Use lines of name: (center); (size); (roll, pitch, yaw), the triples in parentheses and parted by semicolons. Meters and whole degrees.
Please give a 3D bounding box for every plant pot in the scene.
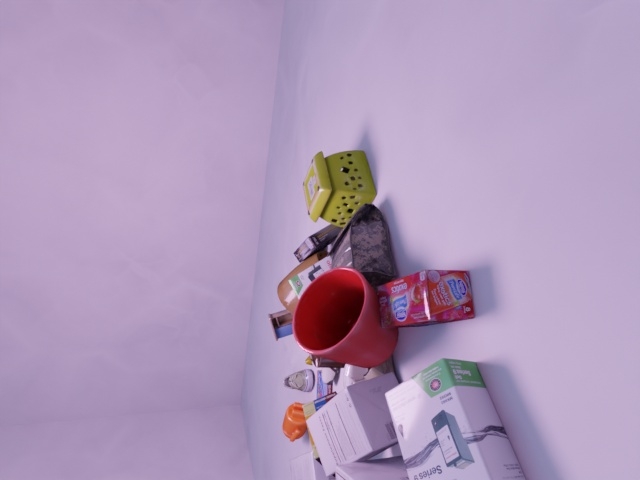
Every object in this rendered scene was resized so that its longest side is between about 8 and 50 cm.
plant pot: (-0.027, 0.172, 1.871); (0.254, 0.237, 0.237); (-56, 34, 33)
plant pot: (0.057, -0.195, 1.649); (0.227, 0.207, 0.228); (118, 147, -51)
plant pot: (0.095, 0.253, 1.319); (0.275, 0.243, 0.274); (-27, 42, 28)
plant pot: (0.059, 0.411, 1.647); (0.167, 0.165, 0.166); (-178, 90, -70)

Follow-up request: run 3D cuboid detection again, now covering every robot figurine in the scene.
robot figurine: (-0.124, 0.908, 2.182); (0.158, 0.128, 0.219); (45, 133, 39)

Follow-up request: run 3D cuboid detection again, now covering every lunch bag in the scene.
lunch bag: (0.126, 0.042, 1.493); (0.235, 0.169, 0.286); (119, 153, -53)

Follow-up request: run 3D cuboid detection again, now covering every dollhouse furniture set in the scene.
dollhouse furniture set: (-0.122, 0.394, 1.986); (0.303, 0.198, 0.286); (-126, 20, -66)

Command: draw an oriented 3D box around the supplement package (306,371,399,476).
supplement package: (0.114, 0.539, 1.270); (0.293, 0.178, 0.175); (-57, 49, 44)

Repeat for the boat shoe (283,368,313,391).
boat shoe: (-0.115, 0.725, 2.225); (0.302, 0.094, 0.109); (127, 140, -59)

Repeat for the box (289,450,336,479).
box: (0.007, 0.964, 1.739); (0.345, 0.168, 0.214); (121, 145, -54)

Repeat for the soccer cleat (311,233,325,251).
soccer cleat: (-0.019, 0.108, 2.062); (0.121, 0.094, 0.289); (-49, -36, -71)

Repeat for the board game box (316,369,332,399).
board game box: (0.016, 0.739, 1.950); (0.145, 0.027, 0.281); (173, 99, -69)

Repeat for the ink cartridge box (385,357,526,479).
ink cartridge box: (0.289, 0.441, 0.965); (0.211, 0.122, 0.289); (-47, 41, 34)

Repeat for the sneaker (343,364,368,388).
sneaker: (0.156, 0.542, 1.468); (0.123, 0.106, 0.290); (165, 95, -67)

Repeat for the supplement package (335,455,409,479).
supplement package: (0.196, 0.643, 1.077); (0.204, 0.262, 0.145); (152, 117, -68)

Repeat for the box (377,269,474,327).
box: (0.263, 0.158, 1.134); (0.257, 0.128, 0.122); (142, 127, -65)

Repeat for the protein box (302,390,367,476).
protein box: (0.051, 0.692, 1.556); (0.199, 0.136, 0.201); (-111, -4, -48)

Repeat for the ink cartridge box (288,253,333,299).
ink cartridge box: (0.004, 0.165, 1.713); (0.153, 0.208, 0.087); (60, -161, 7)

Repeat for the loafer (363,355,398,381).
loafer: (0.187, 0.440, 1.383); (0.102, 0.092, 0.268); (116, 151, -53)

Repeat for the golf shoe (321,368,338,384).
golf shoe: (0.016, 0.477, 1.832); (0.105, 0.120, 0.272); (-151, 65, -66)

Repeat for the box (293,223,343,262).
box: (0.000, 0.000, 1.831); (0.056, 0.183, 0.231); (56, 155, 5)
